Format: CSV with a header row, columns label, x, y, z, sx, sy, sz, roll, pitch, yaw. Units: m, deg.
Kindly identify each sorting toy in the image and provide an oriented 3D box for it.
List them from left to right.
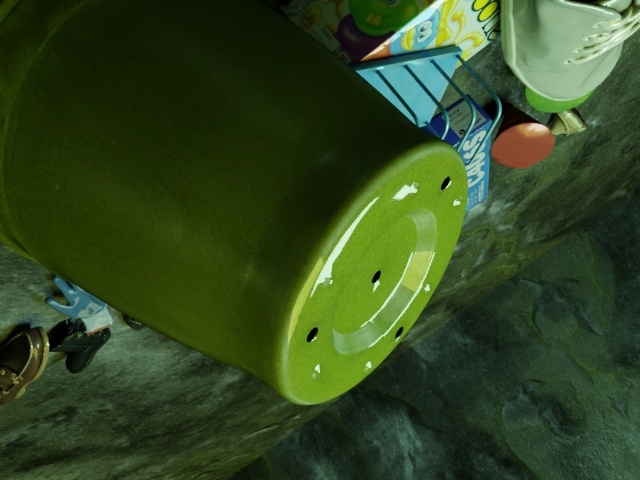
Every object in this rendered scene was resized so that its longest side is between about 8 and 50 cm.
label,x,y,z,sx,sy,sz,roll,pitch,yaw
sorting toy,0.428,-0.308,1.079,0.126,0.126,0.366,9,139,-8

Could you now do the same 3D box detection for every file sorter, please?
label,x,y,z,sx,sy,sz,roll,pitch,yaw
file sorter,0.103,-0.135,0.664,0.170,0.105,0.118,-18,150,-26

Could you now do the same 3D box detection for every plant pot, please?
label,x,y,z,sx,sy,sz,roll,pitch,yaw
plant pot,-0.072,-0.047,0.535,0.366,0.352,0.367,-36,143,-33

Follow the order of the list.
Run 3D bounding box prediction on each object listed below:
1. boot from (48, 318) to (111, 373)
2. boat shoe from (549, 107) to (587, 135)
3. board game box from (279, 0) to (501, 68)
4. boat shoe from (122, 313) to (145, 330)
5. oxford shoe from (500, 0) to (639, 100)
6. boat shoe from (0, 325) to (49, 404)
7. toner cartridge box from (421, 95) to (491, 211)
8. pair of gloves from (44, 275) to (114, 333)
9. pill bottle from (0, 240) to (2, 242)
label,x,y,z,sx,sy,sz,roll,pitch,yaw
boot,-0.446,0.192,1.027,0.121,0.045,0.099,-46,155,10
boat shoe,0.578,-0.277,1.354,0.072,0.068,0.190,-33,158,29
board game box,0.116,-0.289,0.694,0.275,0.144,0.142,-37,154,8
boat shoe,-0.338,0.138,1.061,0.048,0.042,0.133,-21,154,-28
oxford shoe,0.292,-0.261,0.630,0.169,0.130,0.449,-42,153,10
boat shoe,-0.519,0.217,0.954,0.073,0.073,0.207,-2,141,-50
toner cartridge box,0.272,-0.144,1.220,0.165,0.075,0.348,-32,155,2
pair of gloves,-0.338,0.076,0.934,0.198,0.023,0.159,-23,138,-19
pill bottle,-0.407,-0.033,0.565,0.245,0.131,0.130,-23,153,-20
